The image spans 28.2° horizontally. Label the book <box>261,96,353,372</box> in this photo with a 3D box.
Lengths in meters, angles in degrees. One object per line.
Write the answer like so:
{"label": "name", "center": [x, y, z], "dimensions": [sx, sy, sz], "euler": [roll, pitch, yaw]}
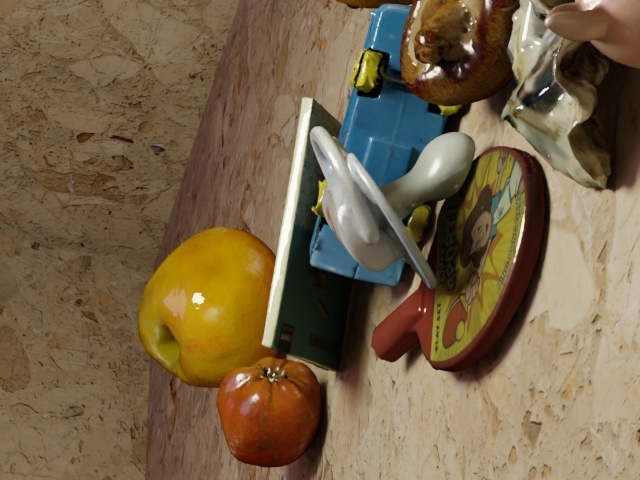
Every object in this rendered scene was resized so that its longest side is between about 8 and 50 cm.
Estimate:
{"label": "book", "center": [0.000, 0.000, 1.947], "dimensions": [0.264, 0.031, 0.379], "euler": [29, -112, -64]}

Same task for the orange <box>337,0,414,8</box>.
{"label": "orange", "center": [0.083, -0.459, 1.858], "dimensions": [0.264, 0.264, 0.264], "euler": [-168, 90, -75]}

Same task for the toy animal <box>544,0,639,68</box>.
{"label": "toy animal", "center": [0.287, -0.254, 1.135], "dimensions": [0.149, 0.165, 0.248], "euler": [120, 166, -44]}

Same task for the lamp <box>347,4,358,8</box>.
{"label": "lamp", "center": [0.021, -0.656, 2.326], "dimensions": [0.272, 0.374, 0.205], "euler": [-49, -2, -20]}

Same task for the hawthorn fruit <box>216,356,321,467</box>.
{"label": "hawthorn fruit", "center": [-0.083, 0.280, 2.063], "dimensions": [0.189, 0.189, 0.189], "euler": [-168, 90, -75]}

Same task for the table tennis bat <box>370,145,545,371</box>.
{"label": "table tennis bat", "center": [0.165, 0.047, 1.562], "dimensions": [0.415, 0.051, 0.268], "euler": [129, 152, -55]}

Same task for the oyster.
{"label": "oyster", "center": [0.246, -0.222, 1.322], "dimensions": [0.351, 0.114, 0.238], "euler": [-80, -12, -51]}

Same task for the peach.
{"label": "peach", "center": [-0.187, 0.119, 2.411], "dimensions": [0.308, 0.289, 0.289], "euler": [-41, -8, -33]}

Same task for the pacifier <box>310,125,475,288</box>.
{"label": "pacifier", "center": [0.103, -0.070, 1.571], "dimensions": [0.227, 0.207, 0.279], "euler": [60, 178, -17]}

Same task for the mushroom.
{"label": "mushroom", "center": [0.195, -0.270, 1.565], "dimensions": [0.231, 0.138, 0.194], "euler": [-44, 22, 47]}

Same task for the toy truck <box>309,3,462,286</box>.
{"label": "toy truck", "center": [0.090, -0.137, 1.775], "dimensions": [0.162, 0.161, 0.385], "euler": [-97, 21, -74]}
